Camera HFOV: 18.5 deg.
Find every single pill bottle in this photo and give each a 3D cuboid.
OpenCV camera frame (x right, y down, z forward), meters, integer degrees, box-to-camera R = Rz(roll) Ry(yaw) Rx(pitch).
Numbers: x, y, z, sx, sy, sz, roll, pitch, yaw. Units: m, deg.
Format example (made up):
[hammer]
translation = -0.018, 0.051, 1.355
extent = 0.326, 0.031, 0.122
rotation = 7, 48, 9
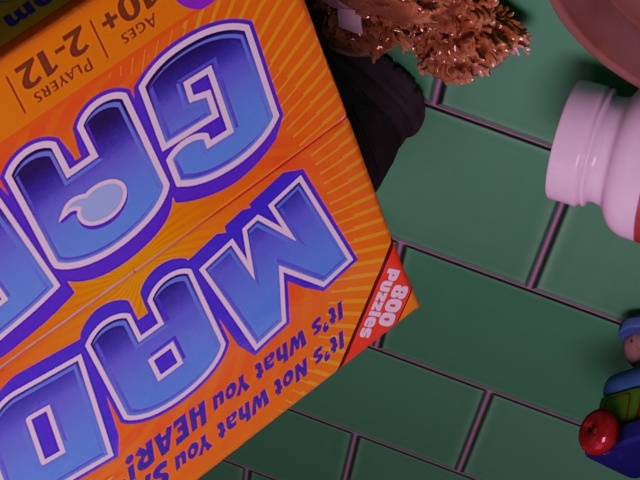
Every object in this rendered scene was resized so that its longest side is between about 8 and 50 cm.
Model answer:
[pill bottle]
translation = 0.279, -0.047, 1.419
extent = 0.216, 0.121, 0.121
rotation = 15, 153, 14

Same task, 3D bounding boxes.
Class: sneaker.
[sneaker]
translation = -0.044, -0.129, 1.517
extent = 0.286, 0.130, 0.109
rotation = 36, 153, -22

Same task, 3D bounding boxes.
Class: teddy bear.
[teddy bear]
translation = 0.035, -0.216, 1.341
extent = 0.245, 0.113, 0.338
rotation = 9, 159, 41

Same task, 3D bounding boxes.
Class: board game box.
[board game box]
translation = -0.216, -0.046, 1.347
extent = 0.356, 0.356, 0.356
rotation = 33, 153, 47

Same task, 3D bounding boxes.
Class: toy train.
[toy train]
translation = 0.335, 0.114, 1.671
extent = 0.105, 0.143, 0.248
rotation = 27, 150, -26

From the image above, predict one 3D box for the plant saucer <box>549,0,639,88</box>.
[plant saucer]
translation = 0.278, -0.171, 1.261
extent = 0.278, 0.041, 0.278
rotation = 16, 151, 9
